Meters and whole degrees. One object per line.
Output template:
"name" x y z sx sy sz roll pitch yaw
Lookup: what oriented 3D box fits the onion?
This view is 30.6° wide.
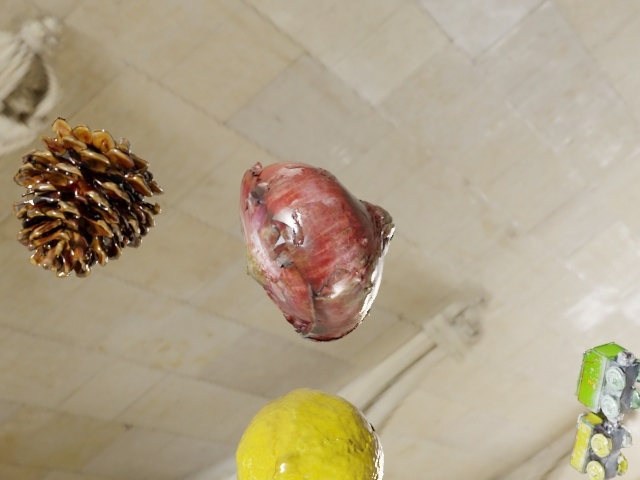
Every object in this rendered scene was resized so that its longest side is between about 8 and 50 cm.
"onion" 0.000 0.000 1.096 0.184 0.147 0.184 48 155 32

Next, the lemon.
"lemon" -0.015 0.304 1.582 0.204 0.204 0.260 52 -172 9

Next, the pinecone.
"pinecone" -0.252 -0.039 1.242 0.173 0.173 0.173 47 -166 -15

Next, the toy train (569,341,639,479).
"toy train" 0.381 0.233 1.570 0.060 0.202 0.081 -9 -153 -31
